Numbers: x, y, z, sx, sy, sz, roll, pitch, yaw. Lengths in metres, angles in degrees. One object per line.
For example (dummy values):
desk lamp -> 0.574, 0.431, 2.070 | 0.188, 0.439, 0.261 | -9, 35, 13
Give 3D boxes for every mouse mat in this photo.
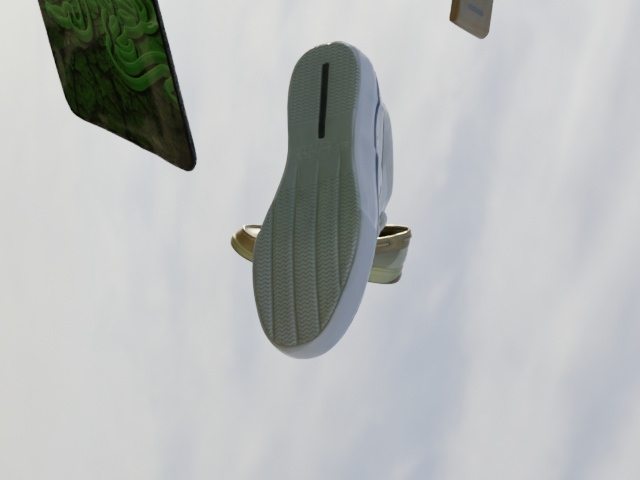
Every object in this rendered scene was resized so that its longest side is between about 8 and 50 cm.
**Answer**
mouse mat -> -0.131, -0.127, 0.955 | 0.189, 0.007, 0.152 | 25, -47, 55

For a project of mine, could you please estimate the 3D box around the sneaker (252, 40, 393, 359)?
sneaker -> 0.017, -0.023, 1.209 | 0.091, 0.094, 0.258 | 45, 47, -49

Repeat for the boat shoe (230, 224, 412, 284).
boat shoe -> 0.001, 0.001, 1.352 | 0.056, 0.153, 0.048 | -116, -141, -63

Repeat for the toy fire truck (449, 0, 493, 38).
toy fire truck -> 0.086, -0.321, 1.559 | 0.246, 0.217, 0.158 | 56, -46, 50
